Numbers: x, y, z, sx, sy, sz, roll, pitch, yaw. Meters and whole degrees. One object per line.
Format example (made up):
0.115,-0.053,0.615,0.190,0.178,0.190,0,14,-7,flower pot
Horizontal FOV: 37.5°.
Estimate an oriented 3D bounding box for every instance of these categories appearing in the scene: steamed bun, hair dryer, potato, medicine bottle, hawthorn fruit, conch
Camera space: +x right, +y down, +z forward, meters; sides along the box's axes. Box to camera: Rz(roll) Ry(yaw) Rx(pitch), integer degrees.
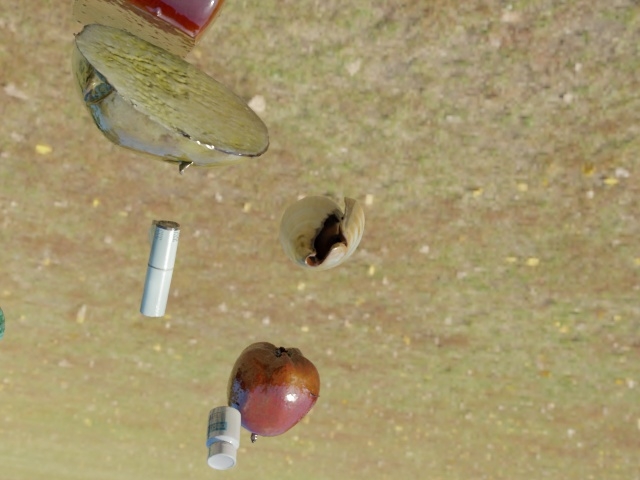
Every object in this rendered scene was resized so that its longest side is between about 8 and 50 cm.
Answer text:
-0.250,-0.435,1.465,0.235,0.248,0.379,25,175,-17,steamed bun
-0.272,0.025,1.567,0.044,0.154,0.183,10,-166,-17,hair dryer
-0.221,-0.168,1.293,0.299,0.239,0.116,26,112,-17,potato
-0.150,0.303,1.453,0.052,0.089,0.052,-1,136,-1,medicine bottle
-0.102,0.306,1.864,0.185,0.202,0.185,23,-175,-2,hawthorn fruit
0.003,0.010,1.627,0.158,0.127,0.255,-10,-156,7,conch

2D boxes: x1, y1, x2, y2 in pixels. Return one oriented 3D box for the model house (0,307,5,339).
-0.695,0.248,1.746,0.226,0.261,0.241,33,-175,-42,model house
